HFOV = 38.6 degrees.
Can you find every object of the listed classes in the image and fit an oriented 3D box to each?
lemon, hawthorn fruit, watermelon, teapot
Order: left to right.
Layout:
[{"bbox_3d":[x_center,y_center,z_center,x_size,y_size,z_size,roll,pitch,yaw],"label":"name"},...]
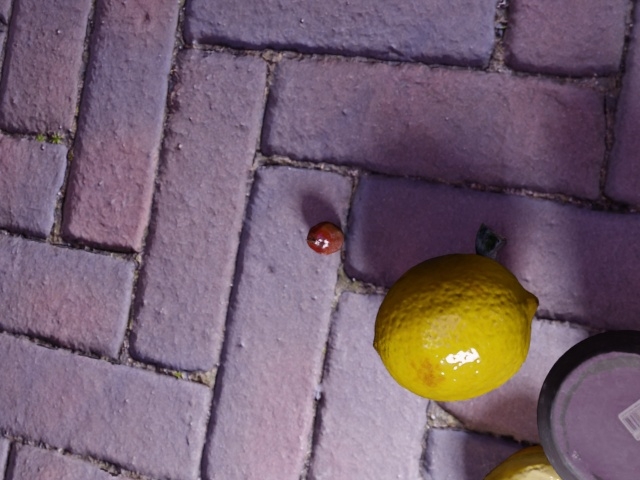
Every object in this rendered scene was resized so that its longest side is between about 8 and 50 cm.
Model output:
[{"bbox_3d":[0.000,0.000,1.714,0.067,0.103,0.066,8,107,28],"label":"hawthorn fruit"},{"bbox_3d":[0.225,0.147,1.542,0.268,0.267,0.267,-2,84,20],"label":"lemon"},{"bbox_3d":[0.310,0.010,1.636,0.061,0.085,0.085,-7,81,-10],"label":"watermelon"},{"bbox_3d":[0.481,0.240,1.385,0.253,0.344,0.300,31,96,19],"label":"teapot"}]

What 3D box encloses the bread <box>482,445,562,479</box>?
[{"bbox_3d":[0.370,0.481,1.509,0.270,0.148,0.269,-1,85,16],"label":"bread"}]
